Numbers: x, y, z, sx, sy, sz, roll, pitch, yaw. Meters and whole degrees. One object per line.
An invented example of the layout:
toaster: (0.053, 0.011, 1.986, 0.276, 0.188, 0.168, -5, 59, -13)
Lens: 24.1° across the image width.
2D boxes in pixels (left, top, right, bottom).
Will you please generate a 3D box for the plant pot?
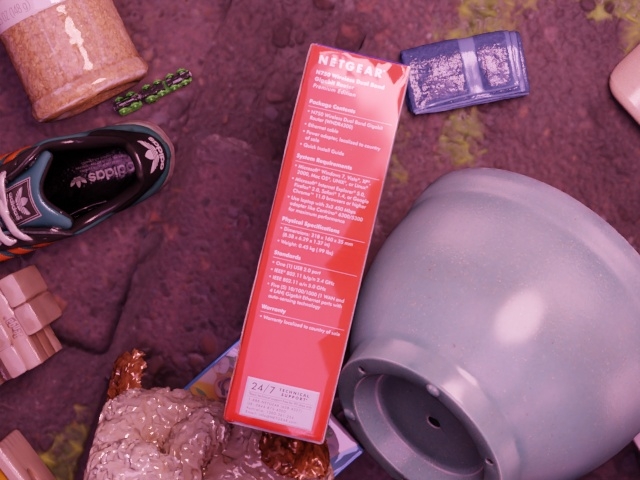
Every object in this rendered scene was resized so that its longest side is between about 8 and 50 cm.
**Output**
plant pot: (0.139, 0.111, 1.307, 0.293, 0.293, 0.196, 49, 57, -2)

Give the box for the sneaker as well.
sneaker: (-0.288, -0.040, 1.426, 0.302, 0.121, 0.108, -23, 93, 4)

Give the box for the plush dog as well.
plush dog: (-0.100, 0.215, 1.407, 0.225, 0.262, 0.210, 10, 55, -4)

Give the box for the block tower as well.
block tower: (-0.411, 0.146, 1.461, 0.335, 0.097, 0.091, -30, 92, 5)

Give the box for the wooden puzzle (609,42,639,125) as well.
wooden puzzle: (0.501, -0.132, 1.409, 0.322, 0.080, 0.348, -43, 92, 5)

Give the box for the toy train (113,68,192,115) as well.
toy train: (-0.162, -0.144, 1.461, 0.083, 0.024, 0.017, -24, 78, 4)

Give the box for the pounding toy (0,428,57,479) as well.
pounding toy: (-0.367, 0.280, 1.470, 0.206, 0.094, 0.181, -36, 93, 4)

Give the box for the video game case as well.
video game case: (-0.055, 0.185, 1.489, 0.119, 0.015, 0.166, -42, 92, 5)

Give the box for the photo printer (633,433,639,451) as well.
photo printer: (0.432, 0.190, 1.353, 0.256, 0.107, 0.307, -37, 70, 23)

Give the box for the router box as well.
router box: (0.000, 0.000, 1.305, 0.082, 0.335, 0.301, 13, 91, 1)

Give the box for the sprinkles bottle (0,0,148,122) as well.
sprinkles bottle: (-0.287, -0.292, 1.405, 0.121, 0.121, 0.355, -25, 94, 4)

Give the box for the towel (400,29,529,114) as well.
towel: (0.138, -0.162, 1.445, 0.119, 0.029, 0.067, -10, 94, 3)
